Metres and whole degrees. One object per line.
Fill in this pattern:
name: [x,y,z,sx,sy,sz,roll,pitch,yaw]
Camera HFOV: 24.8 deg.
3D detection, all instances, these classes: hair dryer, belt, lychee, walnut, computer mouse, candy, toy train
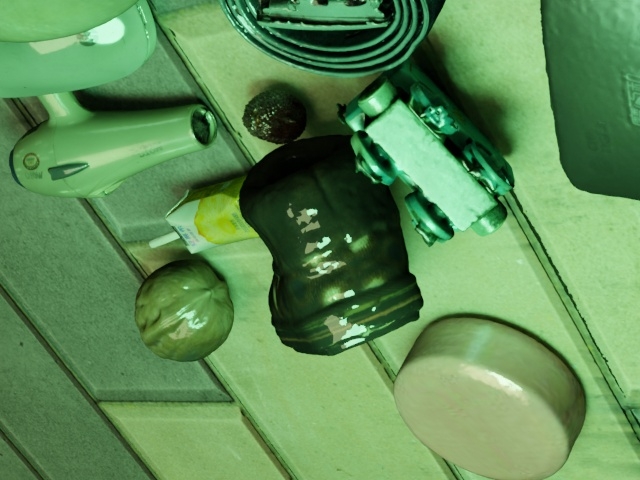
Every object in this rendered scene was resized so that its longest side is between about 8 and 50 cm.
hair dryer: [-0.270,-0.176,1.809,0.296,0.119,0.298,10,125,20]
belt: [0.000,-0.263,1.470,0.267,0.116,0.206,-2,135,35]
lychee: [-0.053,-0.142,1.689,0.083,0.068,0.067,21,146,46]
walnut: [-0.189,0.099,2.013,0.140,0.140,0.162,42,134,-11]
computer mouse: [-0.330,-0.240,1.698,0.288,0.097,0.159,-9,123,15]
candy: [0.210,0.208,1.865,0.255,0.094,0.255,20,142,17]
toy train: [0.115,-0.094,1.534,0.112,0.163,0.203,-39,105,17]

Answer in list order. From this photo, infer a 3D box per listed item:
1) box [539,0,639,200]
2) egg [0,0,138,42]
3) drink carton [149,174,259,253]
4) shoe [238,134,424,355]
box: [0.355,-0.147,1.371,0.289,0.073,0.290,10,137,28]
egg: [-0.313,-0.333,1.508,0.352,0.258,0.258,2,134,26]
drink carton: [-0.140,-0.029,1.877,0.200,0.074,0.084,-11,124,45]
shoe: [0.000,0.000,1.687,0.384,0.171,0.237,176,74,-86]
